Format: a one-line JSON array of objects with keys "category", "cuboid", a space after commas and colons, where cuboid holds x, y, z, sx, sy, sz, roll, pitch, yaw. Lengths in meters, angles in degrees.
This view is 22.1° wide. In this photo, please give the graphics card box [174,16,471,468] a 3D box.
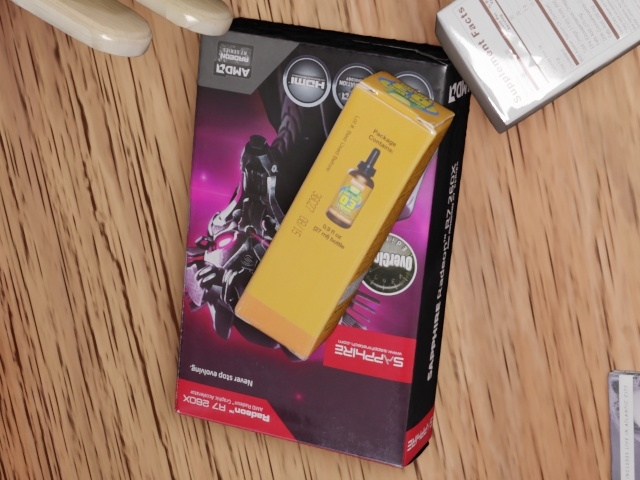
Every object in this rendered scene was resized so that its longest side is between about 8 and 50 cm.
[{"category": "graphics card box", "cuboid": [0.000, 0.000, 1.460, 0.232, 0.094, 0.371, 12, 107, 20]}]

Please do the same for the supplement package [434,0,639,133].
[{"category": "supplement package", "cuboid": [0.190, -0.177, 1.288, 0.179, 0.105, 0.105, -33, 89, 3]}]

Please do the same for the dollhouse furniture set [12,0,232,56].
[{"category": "dollhouse furniture set", "cuboid": [-0.011, -0.321, 1.216, 0.256, 0.394, 0.362, 31, 113, 14]}]

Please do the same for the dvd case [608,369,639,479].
[{"category": "dvd case", "cuboid": [0.355, 0.196, 1.390, 0.221, 0.018, 0.165, 2, 104, 24]}]

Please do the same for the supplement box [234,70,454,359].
[{"category": "supplement box", "cuboid": [0.020, -0.021, 1.352, 0.078, 0.080, 0.233, 34, 115, 10]}]
